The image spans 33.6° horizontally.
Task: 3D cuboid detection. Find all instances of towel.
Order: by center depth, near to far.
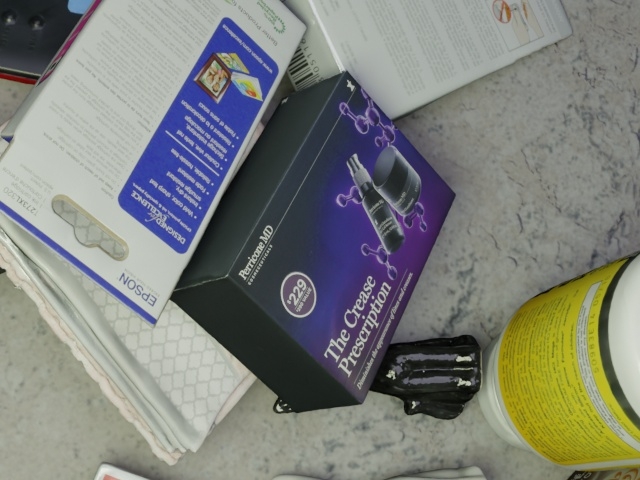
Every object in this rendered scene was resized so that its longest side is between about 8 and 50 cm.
[{"bbox_3d":[-0.135,-0.018,0.976,0.332,0.053,0.317,54,48,-17],"label":"towel"}]

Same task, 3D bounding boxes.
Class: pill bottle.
[{"bbox_3d":[0.280,0.120,1.000,0.188,0.334,0.188,5,74,-16],"label":"pill bottle"}]

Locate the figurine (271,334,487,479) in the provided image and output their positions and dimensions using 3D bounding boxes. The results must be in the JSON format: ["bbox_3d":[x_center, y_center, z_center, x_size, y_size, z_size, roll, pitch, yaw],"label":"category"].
[{"bbox_3d":[0.052,0.201,1.051,0.209,0.092,0.215,1,76,-9],"label":"figurine"}]

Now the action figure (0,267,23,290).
[{"bbox_3d":[-0.289,-0.033,0.971,0.275,0.141,0.164,-32,94,-41],"label":"action figure"}]

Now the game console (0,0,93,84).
[{"bbox_3d":[-0.241,-0.334,1.110,0.342,0.060,0.386,12,72,-14],"label":"game console"}]

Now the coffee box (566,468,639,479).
[{"bbox_3d":[0.309,0.280,1.012,0.141,0.246,0.098,-38,90,-23],"label":"coffee box"}]

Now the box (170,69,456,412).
[{"bbox_3d":[0.000,0.000,0.992,0.184,0.103,0.261,43,53,-23],"label":"box"}]

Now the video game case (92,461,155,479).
[{"bbox_3d":[-0.108,0.347,0.967,0.285,0.025,0.204,24,82,-10],"label":"video game case"}]

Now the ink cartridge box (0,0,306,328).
[{"bbox_3d":[-0.146,-0.116,0.915,0.176,0.069,0.371,41,49,-24],"label":"ink cartridge box"}]

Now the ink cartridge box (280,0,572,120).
[{"bbox_3d":[0.091,-0.307,1.188,0.385,0.091,0.308,-28,93,-39],"label":"ink cartridge box"}]
